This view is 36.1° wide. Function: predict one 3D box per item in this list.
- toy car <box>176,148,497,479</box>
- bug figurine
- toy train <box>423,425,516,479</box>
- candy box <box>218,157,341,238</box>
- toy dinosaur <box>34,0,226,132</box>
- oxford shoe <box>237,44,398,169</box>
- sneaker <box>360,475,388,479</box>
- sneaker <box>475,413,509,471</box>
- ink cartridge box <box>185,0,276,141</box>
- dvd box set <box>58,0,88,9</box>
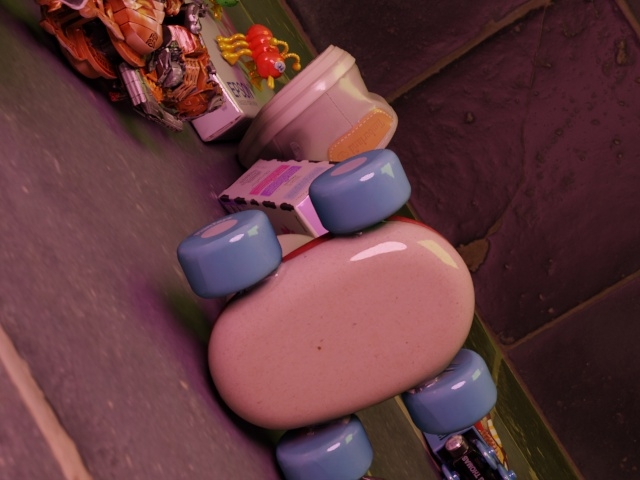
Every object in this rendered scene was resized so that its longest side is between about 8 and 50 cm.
[{"bbox_3d":[0.001,0.046,0.822,0.219,0.210,0.238,65,-4,-16],"label":"toy car"},{"bbox_3d":[-0.133,-0.302,1.161,0.279,0.072,0.216,36,24,-55],"label":"bug figurine"},{"bbox_3d":[0.212,0.309,1.289,0.184,0.080,0.105,53,6,-23],"label":"toy train"},{"bbox_3d":[0.000,0.000,1.010,0.165,0.070,0.196,53,-19,-21],"label":"candy box"},{"bbox_3d":[-0.180,-0.217,0.887,0.322,0.164,0.218,79,-2,-72],"label":"toy dinosaur"},{"bbox_3d":[-0.004,-0.123,1.182,0.130,0.169,0.449,46,-4,-5],"label":"oxford shoe"},{"bbox_3d":[0.055,0.243,0.841,0.077,0.072,0.178,51,-5,46],"label":"sneaker"},{"bbox_3d":[0.236,0.300,1.478,0.185,0.070,0.084,-97,162,-54],"label":"sneaker"},{"bbox_3d":[-0.174,-0.282,1.282,0.330,0.071,0.324,58,11,-2],"label":"ink cartridge box"},{"bbox_3d":[-0.293,-0.341,0.672,0.308,0.062,0.420,25,28,-32],"label":"dvd box set"}]
